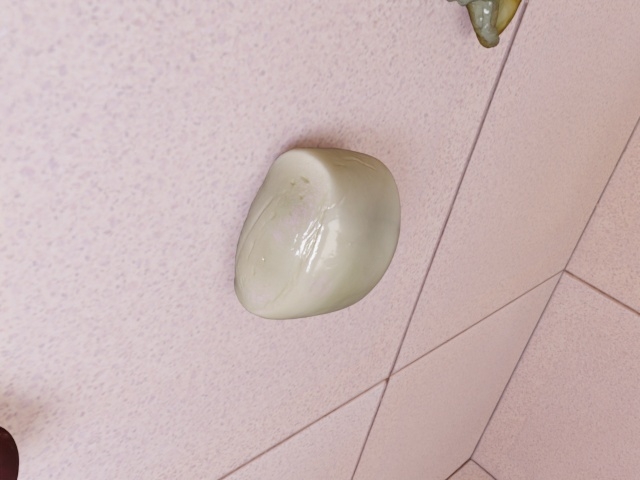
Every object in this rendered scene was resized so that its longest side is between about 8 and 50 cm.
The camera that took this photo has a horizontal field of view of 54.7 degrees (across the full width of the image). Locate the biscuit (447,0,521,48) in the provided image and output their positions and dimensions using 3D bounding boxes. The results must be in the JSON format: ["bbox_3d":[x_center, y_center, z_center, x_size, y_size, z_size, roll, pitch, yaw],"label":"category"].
[{"bbox_3d":[0.235,-0.414,0.851,0.329,0.078,0.335,-37,144,-30],"label":"biscuit"}]

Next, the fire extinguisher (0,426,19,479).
[{"bbox_3d":[-0.423,0.197,0.510,0.114,0.136,0.337,-28,148,12],"label":"fire extinguisher"}]

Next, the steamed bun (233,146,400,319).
[{"bbox_3d":[0.000,0.000,0.848,0.200,0.154,0.250,-3,119,-51],"label":"steamed bun"}]
